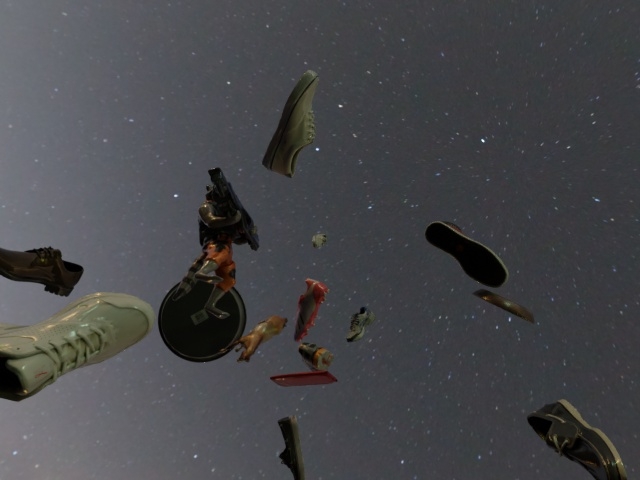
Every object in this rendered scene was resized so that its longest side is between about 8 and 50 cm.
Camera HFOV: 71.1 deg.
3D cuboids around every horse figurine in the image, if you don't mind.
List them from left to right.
[{"bbox_3d":[-0.187,0.292,1.378,0.174,0.263,0.066,-28,-90,46],"label":"horse figurine"}]

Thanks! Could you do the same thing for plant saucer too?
[{"bbox_3d":[0.482,0.167,1.173,0.168,0.168,0.029,28,-88,17],"label":"plant saucer"}]

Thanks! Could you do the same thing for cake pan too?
[{"bbox_3d":[-0.393,0.257,1.484,0.293,0.054,0.293,1,-100,-7],"label":"cake pan"}]

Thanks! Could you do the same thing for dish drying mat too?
[{"bbox_3d":[-0.022,0.177,0.571,0.083,0.008,0.032,-12,-43,26],"label":"dish drying mat"}]

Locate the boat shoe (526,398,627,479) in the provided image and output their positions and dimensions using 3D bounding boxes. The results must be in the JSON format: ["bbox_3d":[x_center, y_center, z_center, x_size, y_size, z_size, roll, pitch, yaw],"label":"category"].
[{"bbox_3d":[0.421,0.342,0.741,0.079,0.233,0.084,-12,-88,4],"label":"boat shoe"}]

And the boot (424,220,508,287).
[{"bbox_3d":[0.411,0.028,1.232,0.244,0.176,0.088,40,-71,18],"label":"boot"}]

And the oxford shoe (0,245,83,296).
[{"bbox_3d":[-0.628,0.044,0.982,0.083,0.227,0.096,39,-91,31],"label":"oxford shoe"}]

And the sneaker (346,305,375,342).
[{"bbox_3d":[0.109,0.251,1.350,0.052,0.135,0.058,-20,-71,45],"label":"sneaker"}]

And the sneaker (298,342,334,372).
[{"bbox_3d":[-0.015,0.366,1.388,0.083,0.215,0.084,25,-116,19],"label":"sneaker"}]

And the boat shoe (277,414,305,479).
[{"bbox_3d":[-0.099,0.691,1.458,0.076,0.080,0.228,-8,-94,-10],"label":"boat shoe"}]

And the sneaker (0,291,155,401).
[{"bbox_3d":[-0.305,0.132,0.513,0.115,0.232,0.090,26,-52,59],"label":"sneaker"}]

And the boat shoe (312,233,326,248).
[{"bbox_3d":[0.000,0.000,1.285,0.035,0.100,0.035,-7,-82,10],"label":"boat shoe"}]

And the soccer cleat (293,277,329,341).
[{"bbox_3d":[-0.054,0.256,1.636,0.095,0.083,0.248,29,-72,14],"label":"soccer cleat"}]

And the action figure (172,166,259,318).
[{"bbox_3d":[-0.268,-0.021,1.104,0.179,0.341,0.330,-6,-125,6],"label":"action figure"}]

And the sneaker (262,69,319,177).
[{"bbox_3d":[-0.050,-0.274,1.079,0.091,0.094,0.258,27,-69,3],"label":"sneaker"}]
